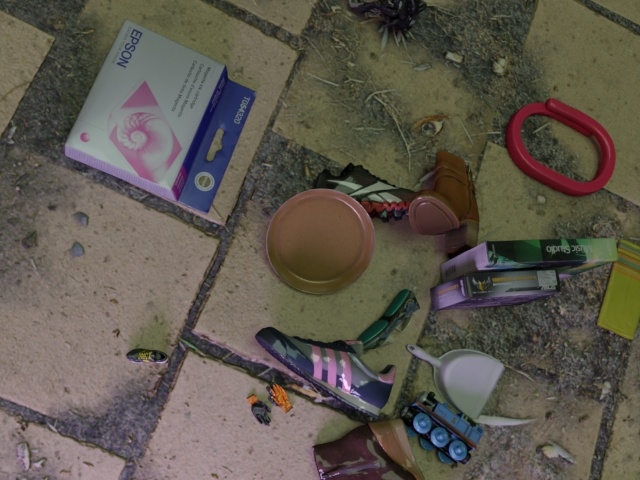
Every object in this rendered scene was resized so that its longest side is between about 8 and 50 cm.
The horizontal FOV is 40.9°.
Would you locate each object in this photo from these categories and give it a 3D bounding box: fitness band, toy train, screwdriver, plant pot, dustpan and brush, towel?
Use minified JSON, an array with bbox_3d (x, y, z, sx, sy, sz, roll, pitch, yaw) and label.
[{"bbox_3d":[0.599,-0.231,2.137,0.290,0.054,0.209,25,73,-9],"label":"fitness band"},{"bbox_3d":[0.261,0.405,1.861,0.184,0.080,0.105,38,60,-3],"label":"toy train"},{"bbox_3d":[0.370,0.003,2.019,0.169,0.025,0.024,-29,87,-21],"label":"screwdriver"},{"bbox_3d":[0.000,0.000,1.851,0.236,0.032,0.236,-1,107,-5],"label":"plant pot"},{"bbox_3d":[0.287,0.287,1.913,0.211,0.060,0.147,32,82,-14],"label":"dustpan and brush"},{"bbox_3d":[0.753,0.119,2.114,0.102,0.021,0.237,24,72,-5],"label":"towel"}]

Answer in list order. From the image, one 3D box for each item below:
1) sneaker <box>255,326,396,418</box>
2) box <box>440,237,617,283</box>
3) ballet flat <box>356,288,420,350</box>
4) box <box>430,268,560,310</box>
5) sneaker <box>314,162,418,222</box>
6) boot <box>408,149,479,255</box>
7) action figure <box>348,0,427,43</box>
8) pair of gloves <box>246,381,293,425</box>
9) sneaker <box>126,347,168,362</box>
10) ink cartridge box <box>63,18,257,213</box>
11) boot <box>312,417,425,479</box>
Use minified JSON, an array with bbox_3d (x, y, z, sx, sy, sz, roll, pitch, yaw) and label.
[{"bbox_3d":[0.016,0.245,1.802,0.319,0.112,0.131,34,79,-15],"label":"sneaker"},{"bbox_3d":[0.463,0.049,1.925,0.321,0.232,0.059,-3,77,-17],"label":"box"},{"bbox_3d":[0.154,0.190,1.888,0.070,0.070,0.188,46,72,-2],"label":"ballet flat"},{"bbox_3d":[0.387,0.111,1.914,0.230,0.183,0.056,-2,78,-17],"label":"box"},{"bbox_3d":[0.109,-0.110,1.926,0.276,0.097,0.135,-1,79,-16],"label":"sneaker"},{"bbox_3d":[0.282,-0.112,1.917,0.283,0.109,0.220,31,54,-46],"label":"boot"},{"bbox_3d":[0.159,-0.607,2.049,0.164,0.141,0.276,-32,114,-30],"label":"action figure"},{"bbox_3d":[-0.106,0.342,1.795,0.083,0.010,0.074,-32,88,-21],"label":"pair of gloves"},{"bbox_3d":[-0.349,0.231,1.734,0.083,0.035,0.031,3,75,-17],"label":"sneaker"},{"bbox_3d":[-0.333,-0.267,1.846,0.330,0.071,0.324,22,71,-10],"label":"ink cartridge box"},{"bbox_3d":[0.110,0.511,1.798,0.206,0.090,0.249,-19,84,-8],"label":"boot"}]
